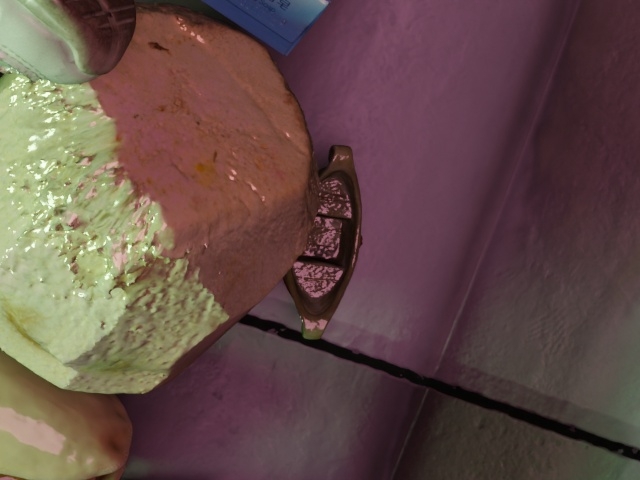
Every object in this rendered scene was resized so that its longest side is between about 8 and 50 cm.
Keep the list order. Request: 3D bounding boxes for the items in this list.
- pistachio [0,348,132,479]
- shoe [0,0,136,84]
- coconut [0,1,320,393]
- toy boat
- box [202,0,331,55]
[{"bbox_3d":[-0.276,0.155,1.613,0.223,0.126,0.152,29,50,3],"label":"pistachio"},{"bbox_3d":[-0.311,-0.197,1.383,0.351,0.172,0.198,36,106,17],"label":"shoe"},{"bbox_3d":[-0.180,-0.027,1.537,0.297,0.309,0.297,19,53,-26],"label":"coconut"},{"bbox_3d":[0.000,-0.001,1.687,0.089,0.071,0.185,7,96,-14],"label":"toy boat"},{"bbox_3d":[-0.042,-0.289,1.572,0.143,0.083,0.232,32,46,-13],"label":"box"}]
